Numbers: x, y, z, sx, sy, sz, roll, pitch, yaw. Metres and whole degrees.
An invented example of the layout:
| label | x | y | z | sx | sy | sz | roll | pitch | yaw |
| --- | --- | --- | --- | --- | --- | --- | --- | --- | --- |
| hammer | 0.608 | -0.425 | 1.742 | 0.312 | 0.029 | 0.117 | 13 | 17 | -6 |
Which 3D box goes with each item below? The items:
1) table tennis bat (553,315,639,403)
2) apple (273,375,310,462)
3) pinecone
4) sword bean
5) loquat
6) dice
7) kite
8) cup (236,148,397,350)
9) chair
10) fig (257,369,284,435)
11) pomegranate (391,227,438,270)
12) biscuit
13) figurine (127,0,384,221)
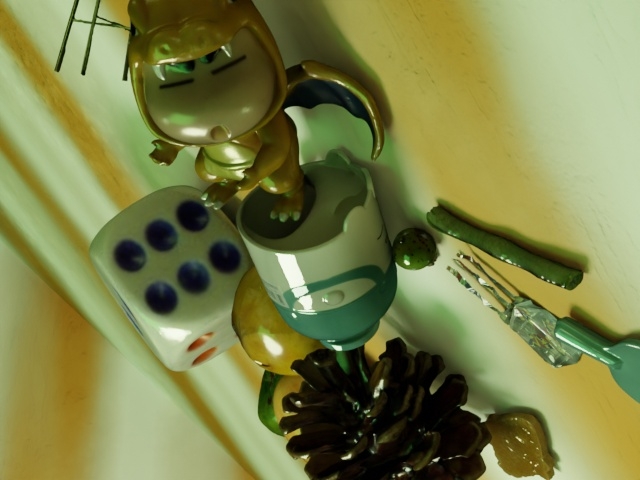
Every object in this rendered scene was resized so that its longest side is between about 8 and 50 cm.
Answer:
| label | x | y | z | sx | sy | sz | roll | pitch | yaw |
| --- | --- | --- | --- | --- | --- | --- | --- | --- | --- |
| table tennis bat | 0.431 | 0.174 | 1.478 | 0.237 | 0.038 | 0.149 | 29 | 153 | 27 |
| apple | 0.027 | 0.359 | 2.254 | 0.241 | 0.242 | 0.242 | 49 | 158 | 10 |
| pinecone | 0.086 | 0.331 | 1.887 | 0.384 | 0.384 | 0.384 | 38 | 156 | 21 |
| sword bean | 0.255 | 0.010 | 1.513 | 0.269 | 0.038 | 0.043 | 28 | 156 | 41 |
| loquat | -0.054 | 0.134 | 2.009 | 0.235 | 0.235 | 0.235 | 38 | 156 | 21 |
| dice | -0.287 | 0.080 | 2.224 | 0.304 | 0.277 | 0.304 | 54 | 165 | 14 |
| kite | 0.295 | 0.106 | 1.625 | 0.245 | 0.015 | 0.141 | 40 | 155 | 9 |
| cup | 0.000 | 0.000 | 1.726 | 0.290 | 0.219 | 0.258 | -104 | -5 | -51 |
| chair | -0.333 | -0.421 | 1.723 | 0.160 | 0.170 | 0.326 | 18 | 100 | 56 |
| fig | -0.022 | 0.370 | 2.459 | 0.235 | 0.203 | 0.203 | 20 | 164 | -18 |
| pomegranate | 0.154 | 0.015 | 1.669 | 0.084 | 0.073 | 0.073 | 10 | 164 | -16 |
| biscuit | 0.357 | 0.365 | 1.915 | 0.162 | 0.035 | 0.250 | 34 | 155 | 17 |
| figurine | -0.149 | -0.226 | 1.548 | 0.401 | 0.268 | 0.387 | 32 | 156 | 42 |
